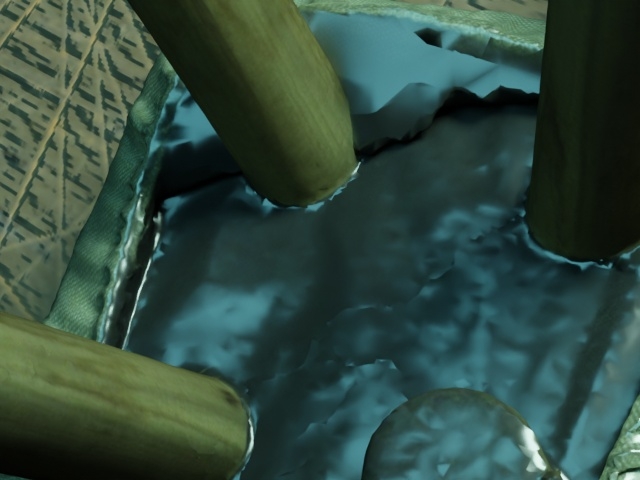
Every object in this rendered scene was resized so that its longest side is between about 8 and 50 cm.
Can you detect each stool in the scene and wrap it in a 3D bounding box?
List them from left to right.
[{"bbox_3d":[0.000,0.000,0.635,0.310,0.226,0.310,10,67,25],"label":"stool"}]
